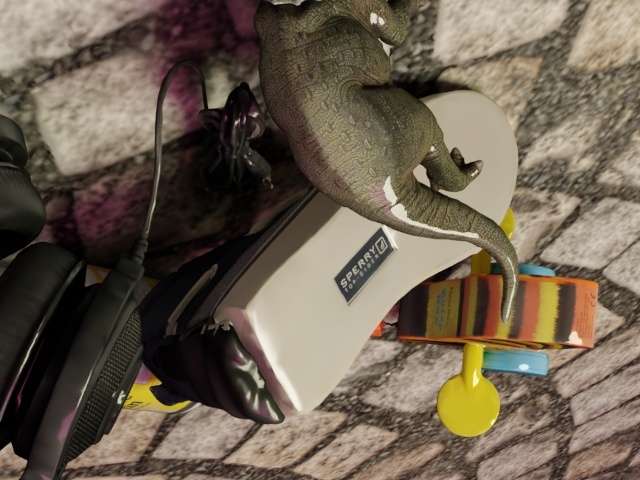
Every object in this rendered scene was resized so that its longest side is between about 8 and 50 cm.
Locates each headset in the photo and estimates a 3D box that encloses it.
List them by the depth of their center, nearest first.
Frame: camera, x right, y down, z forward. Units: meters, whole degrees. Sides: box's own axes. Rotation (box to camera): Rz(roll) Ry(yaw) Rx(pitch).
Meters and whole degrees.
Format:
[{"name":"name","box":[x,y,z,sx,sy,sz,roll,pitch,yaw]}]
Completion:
[{"name":"headset","box":[-0.195,0.028,0.696,0.394,0.243,0.185,-37,175,-17]}]

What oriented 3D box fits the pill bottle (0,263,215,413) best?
[{"name":"pill bottle","box":[-0.166,0.071,0.855,0.184,0.103,0.103,15,128,-45]}]

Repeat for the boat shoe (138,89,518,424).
[{"name":"boat shoe","box":[0.000,0.000,0.847,0.158,0.127,0.340,-6,-154,46]}]

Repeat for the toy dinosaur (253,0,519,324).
[{"name":"toy dinosaur","box":[0.015,-0.085,0.688,0.121,0.313,0.160,-17,180,34]}]

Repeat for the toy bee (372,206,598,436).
[{"name":"toy bee","box":[0.123,0.077,1.020,0.162,0.195,0.298,6,151,-5]}]
